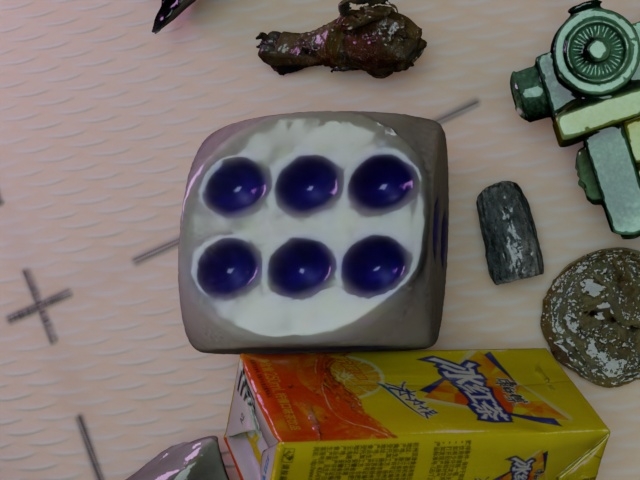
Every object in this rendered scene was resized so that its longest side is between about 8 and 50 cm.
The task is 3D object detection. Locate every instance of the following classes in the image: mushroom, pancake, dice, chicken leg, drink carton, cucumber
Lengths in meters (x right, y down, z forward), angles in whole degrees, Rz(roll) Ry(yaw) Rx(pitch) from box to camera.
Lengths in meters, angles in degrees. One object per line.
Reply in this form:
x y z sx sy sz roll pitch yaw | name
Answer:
-0.217 0.304 1.497 0.270 0.103 0.118 -19 81 12 | mushroom
0.320 0.083 1.472 0.158 0.028 0.158 -1 86 8 | pancake
0.000 0.000 1.420 0.259 0.251 0.243 0 84 9 | dice
0.029 -0.226 1.520 0.196 0.125 0.080 -10 64 48 | chicken leg
0.095 0.194 1.343 0.351 0.154 0.111 1 120 -21 | drink carton
0.207 -0.008 1.483 0.064 0.064 0.112 -14 81 7 | cucumber

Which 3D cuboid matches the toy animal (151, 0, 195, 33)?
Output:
-0.177 -0.356 1.552 0.166 0.138 0.179 -36 83 -13 | toy animal

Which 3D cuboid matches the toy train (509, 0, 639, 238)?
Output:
0.411 -0.159 1.426 0.397 0.160 0.253 -18 89 8 | toy train
